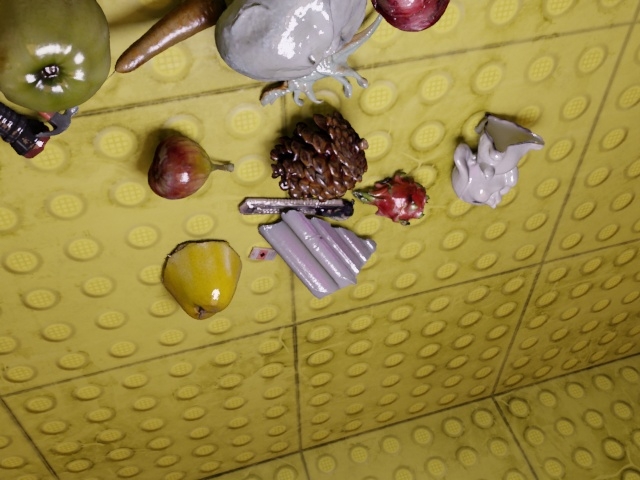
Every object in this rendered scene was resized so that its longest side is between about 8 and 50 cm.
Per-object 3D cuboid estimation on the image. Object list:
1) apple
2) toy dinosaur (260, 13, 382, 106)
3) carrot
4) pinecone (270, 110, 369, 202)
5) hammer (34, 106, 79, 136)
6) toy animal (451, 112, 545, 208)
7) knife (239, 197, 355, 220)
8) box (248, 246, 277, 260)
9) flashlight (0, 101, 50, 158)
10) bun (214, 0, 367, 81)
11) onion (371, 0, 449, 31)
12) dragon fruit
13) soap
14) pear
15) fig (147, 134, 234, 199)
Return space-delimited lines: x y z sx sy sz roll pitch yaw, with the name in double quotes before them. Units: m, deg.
"apple" -0.522 -0.375 1.205 0.278 0.279 0.279 -12 138 -12
"toy dinosaur" 0.036 -0.420 1.516 0.205 0.092 0.393 24 130 -33
"carrot" -0.322 -0.419 1.308 0.298 0.078 0.078 -39 140 -12
"pinecone" 0.003 -0.207 1.633 0.272 0.224 0.224 -23 143 31
"hammer" -0.645 -0.324 1.327 0.033 0.111 0.287 -5 144 41
"toy animal" 0.483 -0.228 1.855 0.249 0.174 0.289 5 131 -44
"knife" -0.059 -0.088 1.855 0.364 0.043 0.089 0 133 -23
"box" -0.175 0.041 1.961 0.083 0.012 0.046 5 133 -30
"flashlight" -0.698 -0.268 1.359 0.093 0.093 0.232 -38 131 17
"bun" -0.050 -0.431 1.266 0.354 0.354 0.194 -35 100 14
"onion" 0.208 -0.562 1.318 0.219 0.252 0.252 2 148 28
"dragon fruit" 0.208 -0.127 1.874 0.235 0.135 0.137 18 133 -15
"soap" 0.000 0.000 1.946 0.159 0.258 0.302 -34 98 37
"pear" -0.329 0.140 1.879 0.266 0.178 0.267 -16 140 -14
"fig" -0.327 -0.193 1.585 0.230 0.143 0.160 -43 161 -53
